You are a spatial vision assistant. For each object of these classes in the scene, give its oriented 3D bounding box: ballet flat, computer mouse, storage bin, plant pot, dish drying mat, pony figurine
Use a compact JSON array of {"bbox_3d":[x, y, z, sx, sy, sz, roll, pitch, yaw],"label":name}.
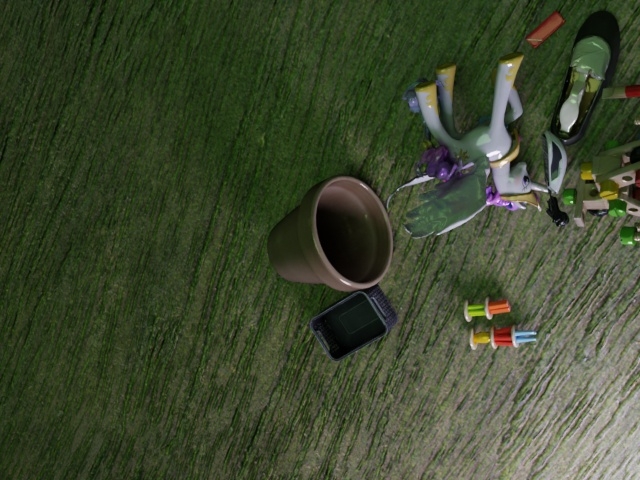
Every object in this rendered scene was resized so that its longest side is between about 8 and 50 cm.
[{"bbox_3d":[0.537,-0.322,1.830,0.095,0.096,0.281,18,110,19],"label":"ballet flat"},{"bbox_3d":[0.485,-0.132,1.853,0.042,0.106,0.193,-6,109,5],"label":"computer mouse"},{"bbox_3d":[0.081,0.196,2.180,0.180,0.084,0.122,-33,90,28],"label":"storage bin"},{"bbox_3d":[0.000,0.000,2.092,0.229,0.263,0.263,-16,97,44],"label":"plant pot"},{"bbox_3d":[0.468,-0.438,1.878,0.083,0.008,0.032,-41,85,27],"label":"dish drying mat"},{"bbox_3d":[0.297,-0.179,1.882,0.350,0.303,0.364,-18,115,0],"label":"pony figurine"}]

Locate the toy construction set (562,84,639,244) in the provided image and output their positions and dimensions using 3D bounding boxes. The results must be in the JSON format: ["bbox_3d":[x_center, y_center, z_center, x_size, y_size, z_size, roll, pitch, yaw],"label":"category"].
[{"bbox_3d":[0.586,-0.151,1.800,0.237,0.257,0.309,3,93,37],"label":"toy construction set"}]

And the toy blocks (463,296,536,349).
[{"bbox_3d":[0.408,0.185,2.048,0.148,0.054,0.123,-7,102,25],"label":"toy blocks"}]
